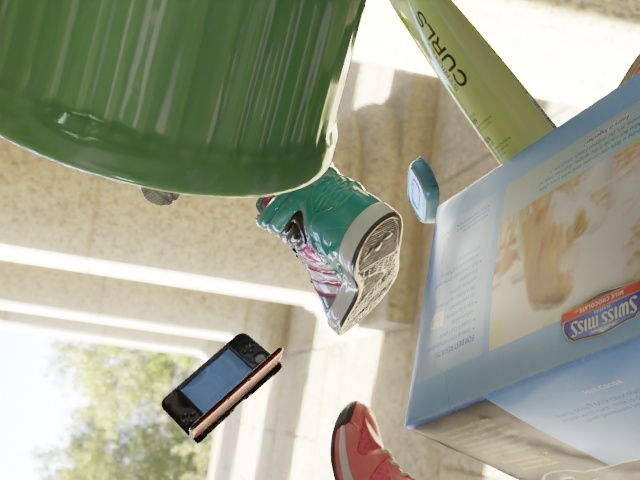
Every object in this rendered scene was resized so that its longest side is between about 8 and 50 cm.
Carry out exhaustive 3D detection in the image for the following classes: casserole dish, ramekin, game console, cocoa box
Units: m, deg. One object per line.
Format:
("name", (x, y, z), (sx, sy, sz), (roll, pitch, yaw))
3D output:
("casserole dish", (0.236, -0.111, 2.068), (0.188, 0.037, 0.114), (85, 162, -58))
("ramekin", (-0.112, -0.169, 0.643), (0.303, 0.303, 0.148), (-101, 28, -60))
("game console", (-0.122, 0.167, 1.081), (0.124, 0.144, 0.085), (34, 156, 39))
("cocoa box", (0.261, 0.040, 0.667), (0.347, 0.228, 0.232), (-37, 33, 50))

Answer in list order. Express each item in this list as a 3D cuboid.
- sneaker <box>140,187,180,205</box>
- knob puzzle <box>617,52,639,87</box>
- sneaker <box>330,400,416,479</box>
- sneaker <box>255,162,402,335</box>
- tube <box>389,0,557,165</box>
("sneaker", (-0.247, -0.207, 1.667), (0.293, 0.102, 0.146), (-50, 25, -2))
("knob puzzle", (0.522, -0.252, 1.388), (0.030, 0.213, 0.213), (41, 131, 30))
("sneaker", (0.102, 0.351, 1.167), (0.116, 0.136, 0.314), (58, -163, -52))
("sneaker", (0.000, 0.000, 1.135), (0.123, 0.178, 0.295), (-39, -21, -22))
("tube", (0.130, -0.160, 0.810), (0.070, 0.240, 0.062), (-40, -6, 40))
